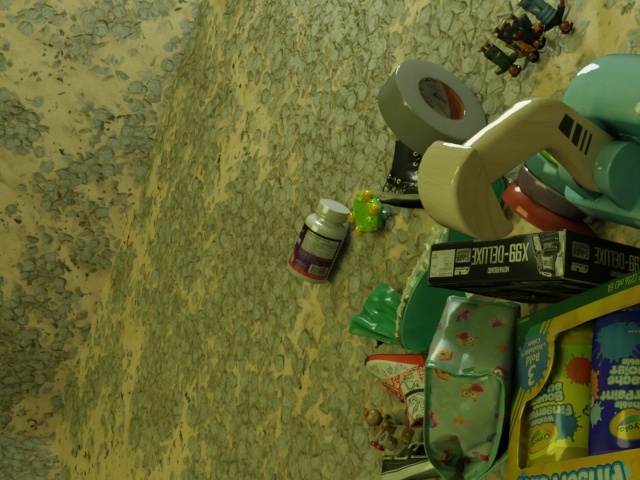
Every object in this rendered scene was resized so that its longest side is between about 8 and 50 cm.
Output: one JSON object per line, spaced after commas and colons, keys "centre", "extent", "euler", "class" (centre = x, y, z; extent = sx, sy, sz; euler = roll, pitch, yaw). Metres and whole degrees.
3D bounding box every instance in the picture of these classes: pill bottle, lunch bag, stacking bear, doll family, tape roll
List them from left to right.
{"centre": [0.000, 0.000, 2.166], "extent": [0.108, 0.108, 0.193], "euler": [49, 122, 53], "class": "pill bottle"}
{"centre": [0.226, -0.263, 1.775], "extent": [0.072, 0.219, 0.219], "euler": [-49, 42, 42], "class": "tape roll"}
{"centre": [0.264, 0.263, 1.498], "extent": [0.223, 0.160, 0.262], "euler": [-56, -34, -56], "class": "lunch bag"}
{"centre": [0.390, -0.385, 1.660], "extent": [0.076, 0.111, 0.193], "euler": [-56, 5, -31], "class": "doll family"}
{"centre": [0.442, -0.153, 1.454], "extent": [0.289, 0.164, 0.175], "euler": [-60, 35, 20], "class": "stacking bear"}

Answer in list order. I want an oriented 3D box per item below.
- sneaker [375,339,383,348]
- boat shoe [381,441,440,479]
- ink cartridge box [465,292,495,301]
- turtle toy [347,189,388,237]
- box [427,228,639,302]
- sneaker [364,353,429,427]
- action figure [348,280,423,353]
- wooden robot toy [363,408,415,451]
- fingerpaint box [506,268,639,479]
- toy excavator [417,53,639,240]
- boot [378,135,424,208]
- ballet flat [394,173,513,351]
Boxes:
{"centre": [0.126, 0.206, 1.958], "extent": [0.098, 0.038, 0.069], "euler": [-5, 75, 59], "class": "sneaker"}
{"centre": [0.186, 0.437, 1.743], "extent": [0.219, 0.078, 0.070], "euler": [-34, 53, 52], "class": "boat shoe"}
{"centre": [0.328, 0.071, 1.645], "extent": [0.115, 0.063, 0.029], "euler": [-49, 43, 39], "class": "ink cartridge box"}
{"centre": [0.113, -0.068, 2.044], "extent": [0.095, 0.066, 0.130], "euler": [-57, 36, 32], "class": "turtle toy"}
{"centre": [0.362, 0.049, 1.423], "extent": [0.307, 0.243, 0.076], "euler": [-8, 73, 57], "class": "box"}
{"centre": [0.174, 0.308, 1.794], "extent": [0.270, 0.090, 0.144], "euler": [-12, 67, 54], "class": "sneaker"}
{"centre": [0.176, 0.181, 1.846], "extent": [0.232, 0.063, 0.137], "euler": [24, 80, 48], "class": "action figure"}
{"centre": [0.120, 0.387, 1.827], "extent": [0.076, 0.079, 0.173], "euler": [-55, 17, -11], "class": "wooden robot toy"}
{"centre": [0.436, 0.242, 1.184], "extent": [0.445, 0.163, 0.371], "euler": [141, 143, -61], "class": "fingerpaint box"}
{"centre": [0.379, -0.134, 1.186], "extent": [0.432, 0.445, 0.222], "euler": [-60, 30, -3], "class": "toy excavator"}
{"centre": [0.218, -0.160, 1.885], "extent": [0.236, 0.085, 0.178], "euler": [4, 81, 60], "class": "boot"}
{"centre": [0.265, 0.029, 1.733], "extent": [0.147, 0.147, 0.408], "euler": [43, 114, 55], "class": "ballet flat"}
